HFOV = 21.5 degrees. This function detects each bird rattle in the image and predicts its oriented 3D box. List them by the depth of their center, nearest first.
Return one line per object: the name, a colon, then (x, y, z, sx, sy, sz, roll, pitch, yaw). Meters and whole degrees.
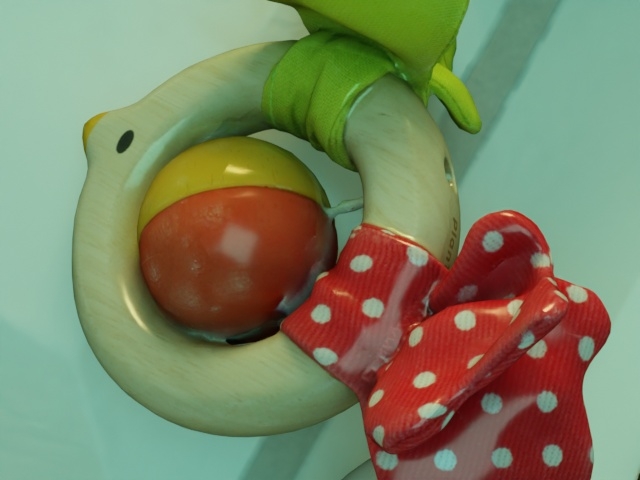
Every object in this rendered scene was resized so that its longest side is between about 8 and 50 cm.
bird rattle: (0.000, 0.000, 0.665, 0.207, 0.143, 0.254, -19, 72, 20)

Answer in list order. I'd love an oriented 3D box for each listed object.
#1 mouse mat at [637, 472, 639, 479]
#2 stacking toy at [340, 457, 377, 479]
mouse mat: (0.187, 0.183, 0.732, 0.152, 0.007, 0.190, 23, 87, -2)
stacking toy: (-0.007, 0.298, 0.611, 0.350, 0.350, 0.480, 24, 68, -2)
